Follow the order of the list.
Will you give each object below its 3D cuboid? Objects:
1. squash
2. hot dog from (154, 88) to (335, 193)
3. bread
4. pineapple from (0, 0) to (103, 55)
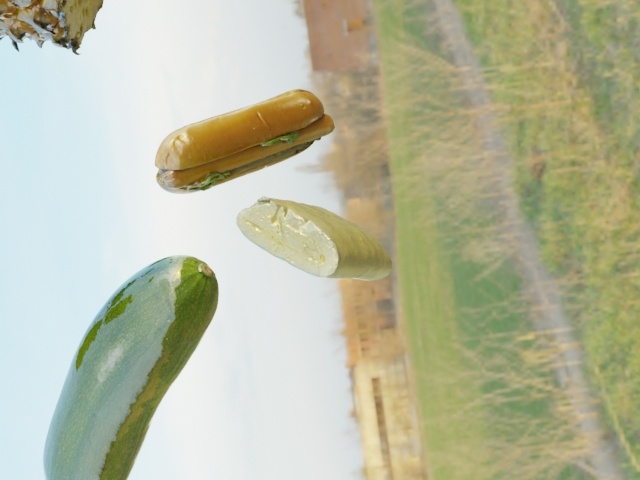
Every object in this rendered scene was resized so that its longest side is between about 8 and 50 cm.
[{"bbox_3d":[-0.134,0.100,0.646,0.258,0.069,0.069,-59,23,33],"label":"squash"},{"bbox_3d":[-0.094,-0.121,1.246,0.068,0.250,0.100,50,149,27],"label":"hot dog"},{"bbox_3d":[0.000,-0.001,1.160,0.060,0.139,0.178,-64,-22,8],"label":"bread"},{"bbox_3d":[-0.487,-0.478,1.545,0.352,0.300,0.352,-166,90,-82],"label":"pineapple"}]
